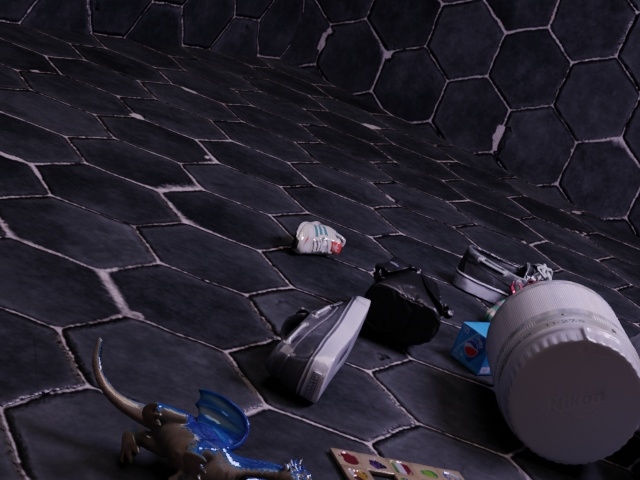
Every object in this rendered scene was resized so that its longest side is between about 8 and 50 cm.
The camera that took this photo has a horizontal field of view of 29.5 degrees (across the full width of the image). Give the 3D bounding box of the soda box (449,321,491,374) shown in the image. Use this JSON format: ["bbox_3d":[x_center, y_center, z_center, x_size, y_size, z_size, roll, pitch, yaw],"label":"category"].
[{"bbox_3d":[0.323,0.188,2.116,0.210,0.067,0.071,6,22,-46],"label":"soda box"}]

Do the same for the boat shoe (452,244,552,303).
[{"bbox_3d":[0.430,0.093,2.506,0.306,0.105,0.113,22,16,0],"label":"boat shoe"}]

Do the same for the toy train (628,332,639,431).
[{"bbox_3d":[0.559,0.272,1.908,0.190,0.142,0.334,59,11,-14],"label":"toy train"}]

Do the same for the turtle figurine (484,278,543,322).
[{"bbox_3d":[0.416,0.133,2.336,0.175,0.118,0.234,23,14,6],"label":"turtle figurine"}]

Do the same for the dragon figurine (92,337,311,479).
[{"bbox_3d":[-0.137,0.219,1.342,0.289,0.085,0.144,36,18,28],"label":"dragon figurine"}]

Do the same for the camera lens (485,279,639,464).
[{"bbox_3d":[0.373,0.197,1.872,0.219,0.219,0.274,21,16,-4],"label":"camera lens"}]

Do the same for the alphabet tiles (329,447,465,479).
[{"bbox_3d":[0.134,0.334,1.482,0.198,0.009,0.237,15,17,-25],"label":"alphabet tiles"}]

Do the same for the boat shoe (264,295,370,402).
[{"bbox_3d":[-0.006,0.140,1.773,0.102,0.108,0.301,26,23,7],"label":"boat shoe"}]

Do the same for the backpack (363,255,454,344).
[{"bbox_3d":[0.136,0.103,2.057,0.152,0.115,0.182,34,14,-3],"label":"backpack"}]

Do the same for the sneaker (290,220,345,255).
[{"bbox_3d":[0.000,0.000,2.314,0.075,0.057,0.161,21,12,15],"label":"sneaker"}]
